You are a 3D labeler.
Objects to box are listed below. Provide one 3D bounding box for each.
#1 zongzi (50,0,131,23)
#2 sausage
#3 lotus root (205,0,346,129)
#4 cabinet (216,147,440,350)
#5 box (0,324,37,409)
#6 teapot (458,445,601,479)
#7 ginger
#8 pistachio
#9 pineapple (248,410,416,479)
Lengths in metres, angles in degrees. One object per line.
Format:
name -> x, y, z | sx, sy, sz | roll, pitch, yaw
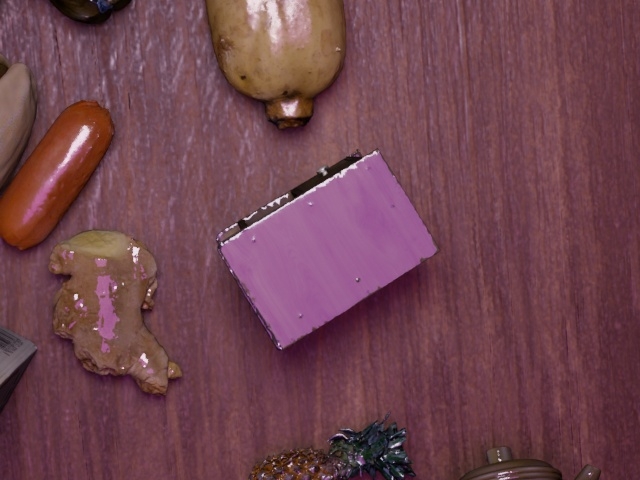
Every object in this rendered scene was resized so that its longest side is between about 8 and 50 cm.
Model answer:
zongzi -> -0.383, -0.367, 1.453 | 0.300, 0.138, 0.286 | -16, 98, -9
sausage -> -0.315, -0.080, 1.516 | 0.076, 0.076, 0.197 | 36, 88, -7
lotus root -> -0.054, -0.273, 1.495 | 0.160, 0.146, 0.284 | -6, 98, 12
cabinet -> 0.000, 0.000, 1.501 | 0.215, 0.175, 0.148 | -31, 96, -2
box -> -0.419, 0.205, 1.393 | 0.095, 0.330, 0.210 | 29, 91, -7
teapot -> 0.224, 0.343, 1.559 | 0.267, 0.185, 0.175 | -21, 60, 23
ginger -> -0.253, 0.094, 1.536 | 0.137, 0.074, 0.213 | -13, 101, -5
pistachio -> -0.418, -0.111, 1.476 | 0.138, 0.153, 0.238 | 30, 88, 33
pineapple -> 0.008, 0.291, 1.566 | 0.221, 0.083, 0.103 | -19, 80, -4
